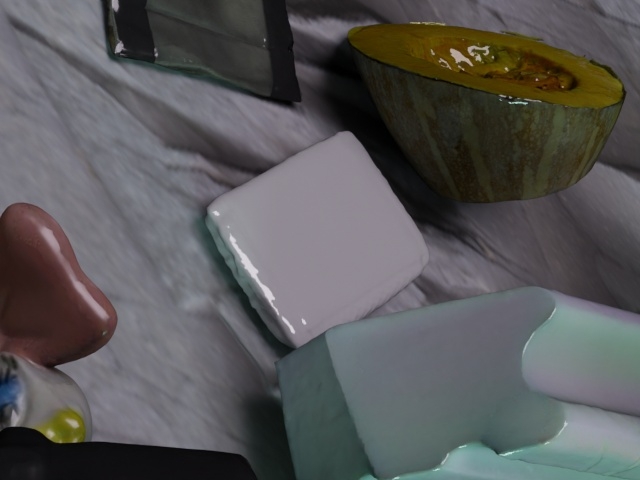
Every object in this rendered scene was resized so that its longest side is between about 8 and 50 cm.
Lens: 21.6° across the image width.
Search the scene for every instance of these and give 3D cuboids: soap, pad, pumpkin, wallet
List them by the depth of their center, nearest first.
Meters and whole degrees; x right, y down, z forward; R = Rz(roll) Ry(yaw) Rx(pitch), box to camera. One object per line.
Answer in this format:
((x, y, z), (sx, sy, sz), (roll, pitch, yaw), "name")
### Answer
((0.146, 0.131, 1.091), (0.347, 0.208, 0.115), (15, 54, -38), "soap")
((0.000, 0.000, 1.166), (0.183, 0.032, 0.124), (-33, 91, -48), "wallet")
((-0.096, -0.217, 1.217), (0.174, 0.022, 0.233), (11, 59, -41), "pad")
((0.124, -0.094, 1.279), (0.217, 0.217, 0.110), (-15, 115, -49), "pumpkin")

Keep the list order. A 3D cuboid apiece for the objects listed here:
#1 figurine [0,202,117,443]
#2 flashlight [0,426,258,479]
((-0.100, 0.197, 0.843), (0.421, 0.154, 0.193), (57, 37, -3), "figurine")
((-0.232, 0.115, 0.686), (0.424, 0.103, 0.103), (8, 57, -13), "flashlight")
